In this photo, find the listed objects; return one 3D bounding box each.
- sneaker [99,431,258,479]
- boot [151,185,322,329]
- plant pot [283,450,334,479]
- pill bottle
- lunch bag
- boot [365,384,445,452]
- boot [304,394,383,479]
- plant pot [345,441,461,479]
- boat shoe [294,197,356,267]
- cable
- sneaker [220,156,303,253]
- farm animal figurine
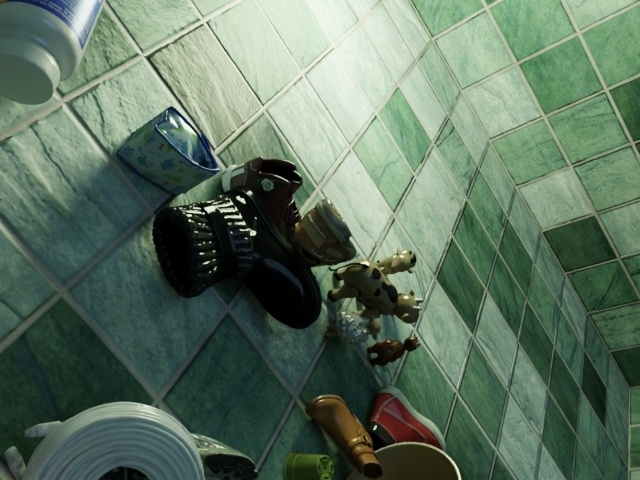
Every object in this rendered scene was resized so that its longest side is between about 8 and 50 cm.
[{"bbox_3d":[-0.249,0.359,1.041,0.282,0.122,0.110,25,81,-19],"label":"sneaker"},{"bbox_3d":[-0.161,0.064,1.259,0.348,0.131,0.260,55,30,0],"label":"boot"},{"bbox_3d":[-0.018,0.463,1.287,0.083,0.079,0.083,26,54,-42],"label":"plant pot"},{"bbox_3d":[-0.467,-0.366,1.077,0.152,0.152,0.272,35,47,-37],"label":"pill bottle"},{"bbox_3d":[-0.284,-0.161,1.225,0.151,0.128,0.096,47,41,-25],"label":"lunch bag"},{"bbox_3d":[0.202,0.496,1.549,0.244,0.088,0.176,46,41,-15],"label":"boot"},{"bbox_3d":[0.057,0.418,1.357,0.197,0.073,0.152,37,13,-39],"label":"boot"},{"bbox_3d":[0.204,0.629,1.380,0.256,0.256,0.274,-53,131,-50],"label":"plant pot"},{"bbox_3d":[0.000,0.000,1.416,0.123,0.116,0.324,54,-3,17],"label":"boat shoe"},{"bbox_3d":[-0.288,0.361,0.907,0.257,0.089,0.257,-16,93,-24],"label":"cable"},{"bbox_3d":[-0.077,-0.078,1.417,0.281,0.162,0.107,43,43,-30],"label":"sneaker"},{"bbox_3d":[0.166,0.133,1.611,0.326,0.172,0.331,30,50,-40],"label":"farm animal figurine"}]
